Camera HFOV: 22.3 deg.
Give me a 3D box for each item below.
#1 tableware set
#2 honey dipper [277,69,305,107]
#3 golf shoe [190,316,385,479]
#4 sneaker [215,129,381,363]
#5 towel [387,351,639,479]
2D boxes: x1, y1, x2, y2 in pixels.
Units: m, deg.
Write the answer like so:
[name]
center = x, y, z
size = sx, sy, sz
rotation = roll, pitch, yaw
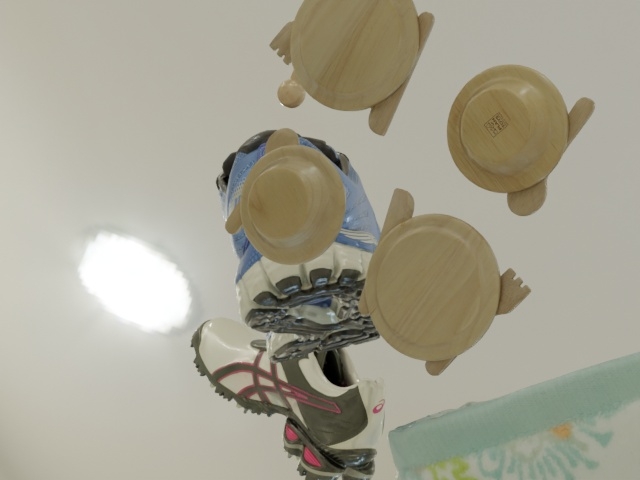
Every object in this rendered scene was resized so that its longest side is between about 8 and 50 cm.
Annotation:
[tableware set]
center = 0.033, -0.034, 0.713
size = 0.169, 0.141, 0.020
rotation = 34, 12, 26
[honey dipper]
center = 0.010, -0.157, 1.010
size = 0.030, 0.160, 0.030
rotation = 25, 5, -2
[golf shoe]
center = -0.025, 0.134, 1.648
size = 0.105, 0.120, 0.273
rotation = 1, 27, -44
[sneaker]
center = 0.000, 0.000, 1.185
size = 0.130, 0.147, 0.330
rotation = -13, -14, 1
[towel]
center = 0.240, 0.217, 0.959
size = 0.374, 0.320, 0.090
rotation = -20, -8, 31
